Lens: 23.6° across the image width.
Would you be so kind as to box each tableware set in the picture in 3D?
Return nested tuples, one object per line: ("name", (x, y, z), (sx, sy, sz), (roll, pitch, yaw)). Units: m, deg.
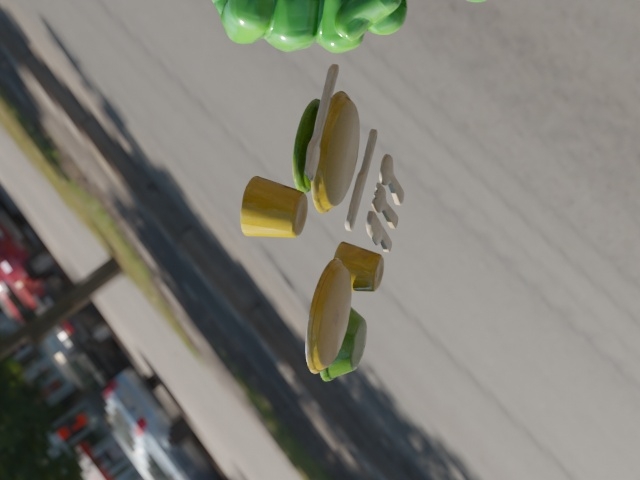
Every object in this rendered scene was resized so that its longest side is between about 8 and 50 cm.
("tableware set", (0.000, 0.000, 0.625), (0.024, 0.104, 0.154), (10, 166, 16))

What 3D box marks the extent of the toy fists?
("toy fists", (0.058, -0.208, 1.001), (0.096, 0.279, 0.142), (-111, 3, -70))
